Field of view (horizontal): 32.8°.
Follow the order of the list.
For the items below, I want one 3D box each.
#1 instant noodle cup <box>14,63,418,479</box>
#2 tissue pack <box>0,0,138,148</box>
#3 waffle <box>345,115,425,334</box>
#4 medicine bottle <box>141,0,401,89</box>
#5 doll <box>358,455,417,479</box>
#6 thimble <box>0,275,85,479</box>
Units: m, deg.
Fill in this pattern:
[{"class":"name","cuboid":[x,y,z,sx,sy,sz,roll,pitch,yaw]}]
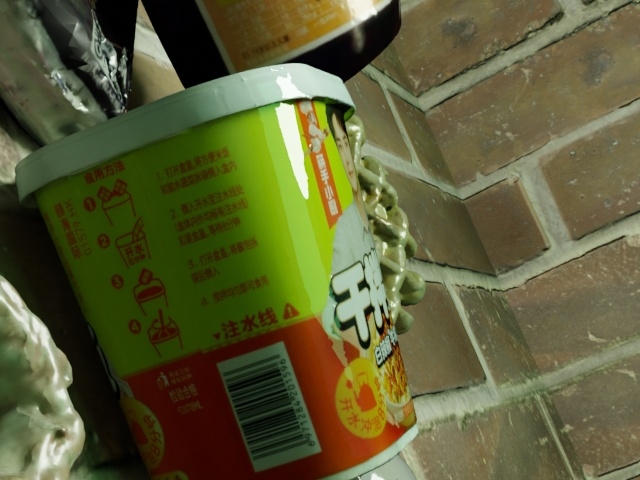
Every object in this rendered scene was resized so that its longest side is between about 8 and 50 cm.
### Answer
[{"class":"instant noodle cup","cuboid":[-0.066,0.050,0.893,0.294,0.293,0.308,-7,79,-71]},{"class":"tissue pack","cuboid":[-0.255,-0.253,0.979,0.245,0.123,0.332,58,20,-46]},{"class":"waffle","cuboid":[0.000,0.000,1.152,0.309,0.056,0.292,-23,93,-50]},{"class":"medicine bottle","cuboid":[-0.092,-0.327,1.009,0.242,0.242,0.395,-81,148,-61]},{"class":"doll","cuboid":[0.039,0.234,1.165,0.200,0.105,0.336,48,15,-42]},{"class":"thimble","cuboid":[-0.231,0.089,0.516,0.229,0.148,0.196,39,30,-48]}]
